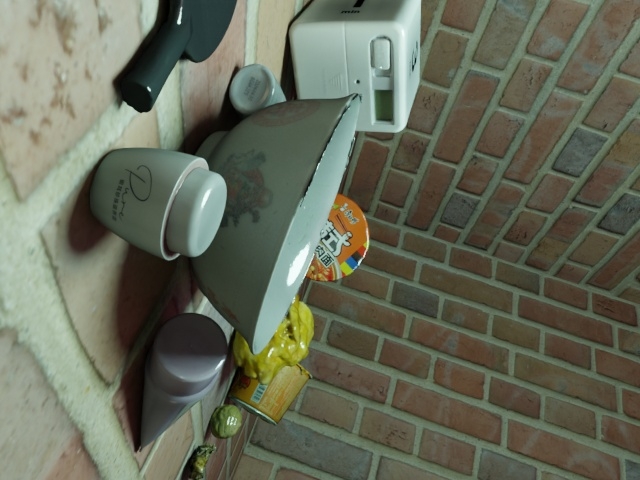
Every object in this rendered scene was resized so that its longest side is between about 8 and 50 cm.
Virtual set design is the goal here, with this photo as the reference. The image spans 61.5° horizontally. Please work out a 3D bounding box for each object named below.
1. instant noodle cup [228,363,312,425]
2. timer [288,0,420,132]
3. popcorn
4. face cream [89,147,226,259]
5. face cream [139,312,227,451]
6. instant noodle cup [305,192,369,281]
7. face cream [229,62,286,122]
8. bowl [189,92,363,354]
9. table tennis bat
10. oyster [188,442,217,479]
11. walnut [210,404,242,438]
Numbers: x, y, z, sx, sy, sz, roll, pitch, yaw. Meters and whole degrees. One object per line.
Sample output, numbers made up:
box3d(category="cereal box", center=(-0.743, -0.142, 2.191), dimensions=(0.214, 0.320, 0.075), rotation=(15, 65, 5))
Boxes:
box3d(category="instant noodle cup", center=(-0.155, 0.417, 1.553), dimensions=(0.172, 0.216, 0.215), rotation=(-60, 172, -23))
box3d(category="timer", center=(0.070, -0.323, 0.958), dimensions=(0.195, 0.195, 0.192), rotation=(-69, 158, -47))
box3d(category="popcorn", center=(-0.112, 0.232, 1.340), dimensions=(0.191, 0.190, 0.253), rotation=(120, -14, -75))
box3d(category="face cream", center=(-0.135, -0.033, 0.456), dimensions=(0.091, 0.095, 0.091), rotation=(19, 90, -86))
box3d(category="face cream", center=(-0.203, 0.196, 0.757), dimensions=(0.274, 0.096, 0.154), rotation=(124, -12, -50))
box3d(category="instant noodle cup", center=(0.000, 0.000, 1.534), dimensions=(0.192, 0.251, 0.250), rotation=(131, -22, -80))
box3d(category="face cream", center=(-0.082, -0.187, 0.769), dimensions=(0.084, 0.057, 0.198), rotation=(-64, 178, -2))
box3d(category="bowl", center=(-0.079, -0.044, 0.677), dimensions=(0.345, 0.157, 0.345), rotation=(21, 90, -85))
box3d(category="table tennis bat", center=(-0.112, -0.209, 0.478), dimensions=(0.150, 0.027, 0.236), rotation=(102, 7, -62))
box3d(category="oyster", center=(-0.286, 0.528, 1.276), dimensions=(0.148, 0.051, 0.103), rotation=(133, -22, -60))
box3d(category="walnut", center=(-0.243, 0.468, 1.388), dimensions=(0.092, 0.092, 0.092), rotation=(18, 90, -86))
